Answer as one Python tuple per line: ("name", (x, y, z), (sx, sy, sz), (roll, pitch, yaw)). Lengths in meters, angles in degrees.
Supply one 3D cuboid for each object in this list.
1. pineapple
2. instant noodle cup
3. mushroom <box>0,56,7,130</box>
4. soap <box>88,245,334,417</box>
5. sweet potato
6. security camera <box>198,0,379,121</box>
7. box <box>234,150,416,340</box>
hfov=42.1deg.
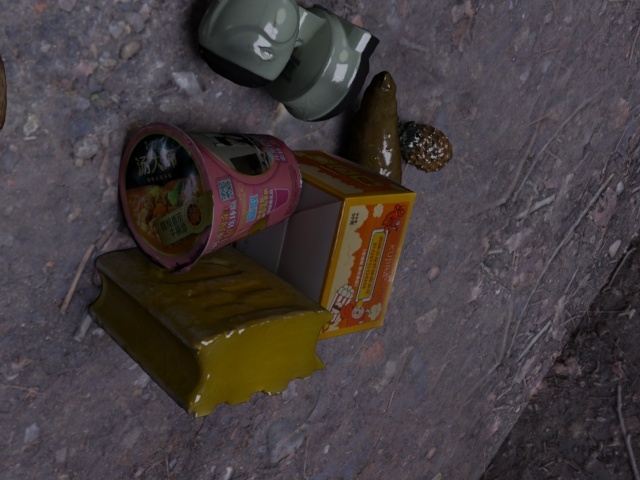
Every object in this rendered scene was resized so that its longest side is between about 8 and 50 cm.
("pineapple", (0.195, -0.212, 1.774), (0.198, 0.108, 0.108), (19, 99, -44))
("instant noodle cup", (-0.170, -0.088, 1.396), (0.255, 0.244, 0.243), (-14, 123, -48))
("mushroom", (-0.487, -0.263, 1.042), (0.285, 0.156, 0.151), (50, 47, -49))
("soap", (-0.187, 0.132, 1.411), (0.294, 0.335, 0.156), (-10, 119, -40))
("sweet potato", (0.109, -0.164, 1.679), (0.131, 0.130, 0.422), (-25, 135, -34))
("security camera", (-0.071, -0.324, 1.375), (0.277, 0.197, 0.191), (19, 108, -43))
("box", (0.000, 0.000, 1.576), (0.214, 0.260, 0.283), (-9, 119, -45))
